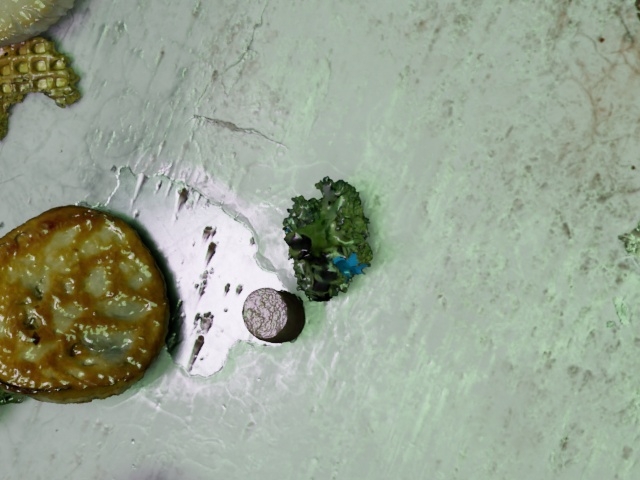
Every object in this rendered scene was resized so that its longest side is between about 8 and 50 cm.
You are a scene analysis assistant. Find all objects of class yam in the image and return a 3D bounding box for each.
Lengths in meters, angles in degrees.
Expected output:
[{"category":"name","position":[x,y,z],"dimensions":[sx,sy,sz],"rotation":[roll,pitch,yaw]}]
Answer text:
[{"category":"yam","position":[-0.068,0.110,1.592],"dimensions":[0.084,0.127,0.084],"rotation":[-1,85,12]}]

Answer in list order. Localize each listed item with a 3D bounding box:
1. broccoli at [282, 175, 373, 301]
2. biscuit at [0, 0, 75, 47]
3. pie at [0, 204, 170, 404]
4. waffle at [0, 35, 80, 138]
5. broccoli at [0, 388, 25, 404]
[{"category":"broccoli","position":[0.000,0.000,1.566],"dimensions":[0.154,0.160,0.167],"rotation":[48,115,8]},{"category":"biscuit","position":[-0.487,-0.377,1.680],"dimensions":[0.281,0.084,0.179],"rotation":[-6,68,11]},{"category":"pie","position":[-0.370,0.103,1.621],"dimensions":[0.315,0.092,0.315],"rotation":[5,70,-13]},{"category":"waffle","position":[-0.476,-0.237,1.714],"dimensions":[0.194,0.051,0.149],"rotation":[-36,81,7]},{"category":"broccoli","position":[-0.512,0.203,1.668],"dimensions":[0.137,0.146,0.162],"rotation":[11,106,-28]}]
